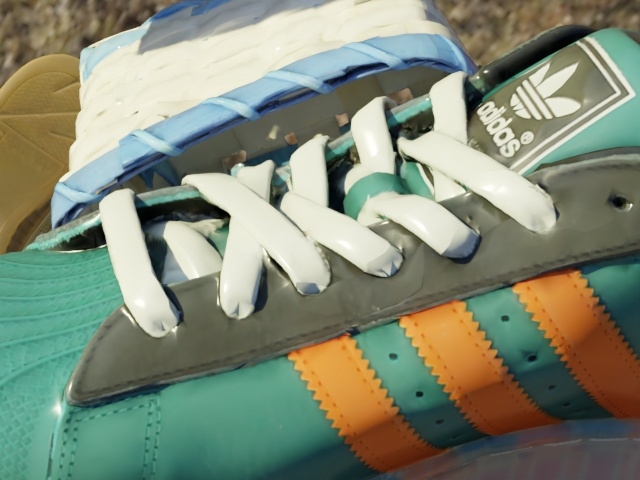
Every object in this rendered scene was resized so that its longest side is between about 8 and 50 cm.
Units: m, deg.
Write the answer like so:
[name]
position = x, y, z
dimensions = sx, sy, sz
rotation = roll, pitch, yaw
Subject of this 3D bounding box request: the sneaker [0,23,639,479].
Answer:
[sneaker]
position = 0.033, 0.002, 0.471
dimensions = 0.302, 0.121, 0.108
rotation = -5, 35, -14

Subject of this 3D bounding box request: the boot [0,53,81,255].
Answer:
[boot]
position = -0.229, 0.011, 1.251
dimensions = 0.095, 0.203, 0.262
rotation = 36, 77, 3

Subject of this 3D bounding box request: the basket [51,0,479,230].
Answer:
[basket]
position = 0.000, 0.000, 0.936
dimensions = 0.289, 0.254, 0.201
rotation = -97, 161, -46
